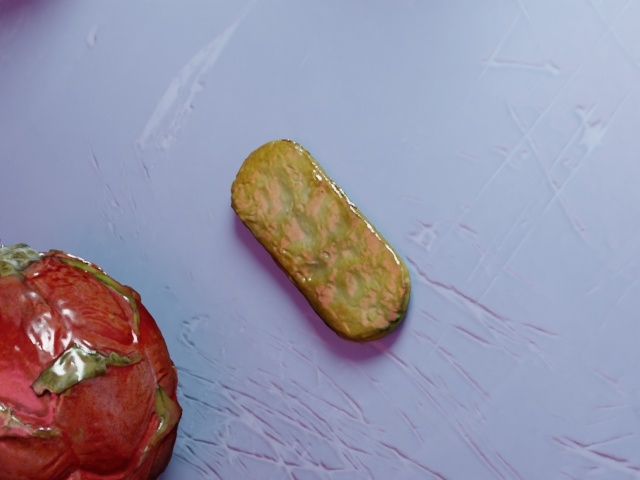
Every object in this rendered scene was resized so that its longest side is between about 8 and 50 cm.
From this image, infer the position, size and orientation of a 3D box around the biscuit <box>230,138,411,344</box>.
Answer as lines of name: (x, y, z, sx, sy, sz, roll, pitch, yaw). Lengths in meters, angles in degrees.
biscuit: (0.000, 0.000, 1.306, 0.118, 0.029, 0.247, -47, 72, 24)

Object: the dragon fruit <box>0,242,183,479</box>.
dragon fruit: (-0.293, 0.168, 1.388, 0.277, 0.277, 0.342, 0, 109, 34)
